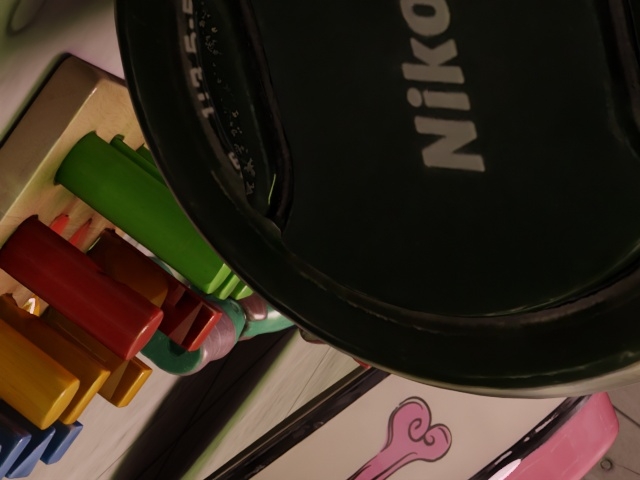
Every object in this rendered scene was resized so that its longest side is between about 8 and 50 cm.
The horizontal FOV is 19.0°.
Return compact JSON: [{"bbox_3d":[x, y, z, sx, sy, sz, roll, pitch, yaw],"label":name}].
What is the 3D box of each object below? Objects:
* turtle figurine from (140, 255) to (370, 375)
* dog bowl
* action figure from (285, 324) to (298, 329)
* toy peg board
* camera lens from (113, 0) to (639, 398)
[{"bbox_3d":[0.000,0.000,0.969,0.175,0.118,0.234,-57,166,21],"label":"turtle figurine"},{"bbox_3d":[0.039,0.175,1.386,0.408,0.150,0.408,-36,177,-2],"label":"dog bowl"},{"bbox_3d":[0.108,-0.071,1.357,0.341,0.178,0.330,-25,171,10],"label":"action figure"},{"bbox_3d":[-0.085,0.030,0.681,0.161,0.079,0.161,-54,172,3],"label":"toy peg board"},{"bbox_3d":[0.080,-0.092,0.599,0.219,0.219,0.274,-58,172,30],"label":"camera lens"}]
